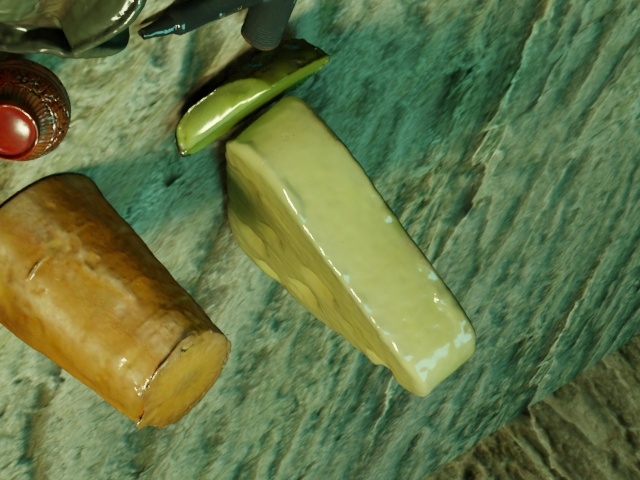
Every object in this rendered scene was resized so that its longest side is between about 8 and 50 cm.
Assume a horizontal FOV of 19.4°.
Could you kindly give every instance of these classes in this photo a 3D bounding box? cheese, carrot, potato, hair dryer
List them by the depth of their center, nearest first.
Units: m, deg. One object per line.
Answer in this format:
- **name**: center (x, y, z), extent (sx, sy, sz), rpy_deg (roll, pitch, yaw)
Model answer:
- **hair dryer**: center (-0.094, -0.257, 1.910), extent (0.195, 0.050, 0.173), rpy_deg (-19, 146, -38)
- **carrot**: center (-0.240, 0.077, 2.009), extent (0.196, 0.254, 0.196), rpy_deg (-39, 159, -18)
- **potato**: center (-0.083, -0.167, 2.077), extent (0.198, 0.054, 0.119), rpy_deg (-35, 178, 4)
- **cheese**: center (0.001, 0.001, 2.245), extent (0.104, 0.384, 0.384), rpy_deg (-41, 159, -14)

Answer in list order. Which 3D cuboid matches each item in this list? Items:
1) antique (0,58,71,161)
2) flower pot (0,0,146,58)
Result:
- **antique**: center (-0.283, -0.123, 1.766), extent (0.104, 0.104, 0.104), rpy_deg (-35, 157, -17)
- **flower pot**: center (-0.201, -0.275, 1.361), extent (0.302, 0.213, 0.302), rpy_deg (-158, -90, -81)
